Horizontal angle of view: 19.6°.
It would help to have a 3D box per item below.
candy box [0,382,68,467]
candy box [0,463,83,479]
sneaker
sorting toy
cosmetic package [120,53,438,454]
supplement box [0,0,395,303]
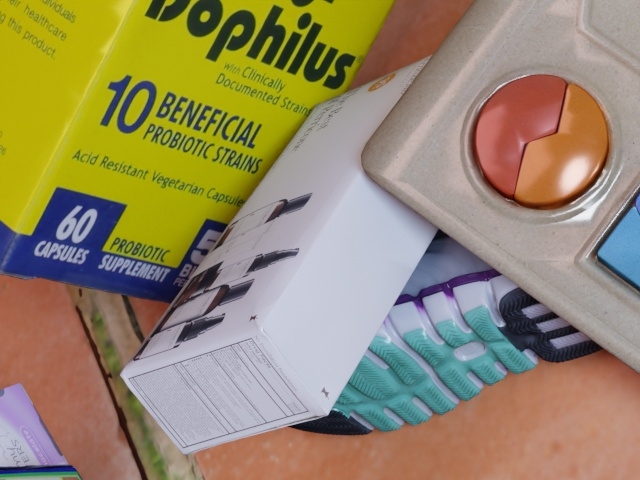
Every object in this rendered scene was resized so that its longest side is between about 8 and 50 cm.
[{"bbox_3d":[-0.215,0.202,1.055,0.196,0.070,0.165,-33,84,21],"label":"candy box"},{"bbox_3d":[-0.157,0.315,0.916,0.268,0.122,0.317,-42,72,16],"label":"candy box"},{"bbox_3d":[0.060,0.031,0.969,0.224,0.083,0.098,-18,43,24],"label":"sneaker"},{"bbox_3d":[0.191,-0.096,0.864,0.229,0.041,0.307,36,88,17],"label":"sorting toy"},{"bbox_3d":[0.000,0.000,0.938,0.099,0.060,0.239,-18,26,38],"label":"cosmetic package"},{"bbox_3d":[-0.089,-0.164,1.038,0.195,0.194,0.356,36,103,35],"label":"supplement box"}]
